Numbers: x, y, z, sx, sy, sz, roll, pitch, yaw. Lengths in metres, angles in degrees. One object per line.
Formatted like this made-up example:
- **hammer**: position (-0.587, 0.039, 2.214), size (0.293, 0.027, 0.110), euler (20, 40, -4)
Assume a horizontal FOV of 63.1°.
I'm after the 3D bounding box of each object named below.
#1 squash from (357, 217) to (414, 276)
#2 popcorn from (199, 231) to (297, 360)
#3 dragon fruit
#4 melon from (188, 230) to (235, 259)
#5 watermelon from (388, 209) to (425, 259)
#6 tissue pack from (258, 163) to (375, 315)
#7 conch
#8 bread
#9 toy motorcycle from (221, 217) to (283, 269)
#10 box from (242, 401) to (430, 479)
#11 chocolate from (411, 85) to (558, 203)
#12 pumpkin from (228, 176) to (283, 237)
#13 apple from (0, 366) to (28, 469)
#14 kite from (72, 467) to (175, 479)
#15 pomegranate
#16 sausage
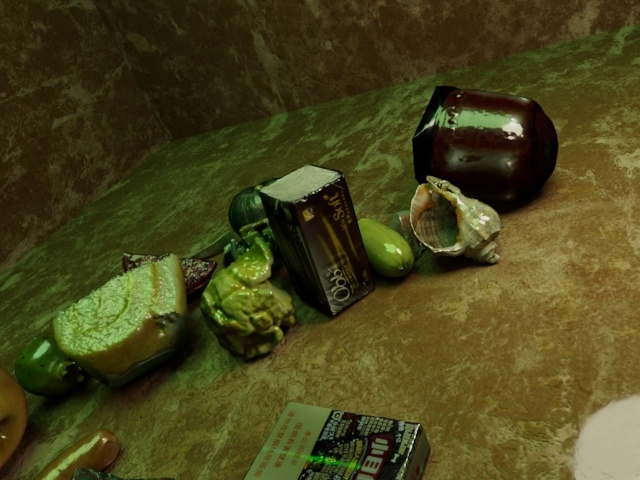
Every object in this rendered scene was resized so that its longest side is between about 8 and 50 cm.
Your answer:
- **squash**: position (0.185, 0.027, 1.505), size (0.132, 0.133, 0.247), euler (-31, 31, -15)
- **popcorn**: position (-0.193, 0.177, 1.416), size (0.292, 0.293, 0.237), euler (10, 36, 45)
- **dragon fruit**: position (-0.513, 0.153, 1.791), size (0.316, 0.205, 0.152), euler (4, 69, -5)
- **melon**: position (-0.425, 0.027, 2.034), size (0.182, 0.054, 0.098), euler (-39, 26, -27)
- **watermelon**: position (0.273, -0.027, 1.558), size (0.097, 0.121, 0.158), euler (-7, 29, -16)
- **tissue pack**: position (0.000, 0.000, 1.445), size (0.198, 0.370, 0.210), euler (-32, 28, -25)
- **conch**: position (0.373, -0.039, 1.439), size (0.210, 0.159, 0.291), euler (-39, 57, 8)
- **bread**: position (-0.520, 0.249, 1.508), size (0.395, 0.239, 0.264), euler (-32, 63, -17)
- **toy motorcycle**: position (-0.186, 0.017, 1.677), size (0.236, 0.169, 0.410), euler (-31, 0, -28)
- **box**: position (0.029, 0.426, 0.984), size (0.310, 0.084, 0.198), euler (-3, 34, 34)
- **chocolate**: position (0.510, -0.270, 1.540), size (0.331, 0.384, 0.383), euler (12, 44, 44)
- **pumpkin**: position (-0.193, -0.111, 1.943), size (0.299, 0.208, 0.300), euler (-21, 13, 5)
- **apple**: position (-0.953, 0.476, 1.351), size (0.363, 0.364, 0.364), euler (-18, 29, 10)
- **kite**: position (-0.427, 0.563, 1.112), size (0.285, 0.015, 0.152), euler (-10, 62, 17)
- **pomegranate**: position (-0.797, 0.367, 1.557), size (0.198, 0.198, 0.246), euler (-43, 10, -32)
- **sausage**: position (-0.590, 0.554, 1.210), size (0.108, 0.109, 0.270), euler (10, 43, 45)
